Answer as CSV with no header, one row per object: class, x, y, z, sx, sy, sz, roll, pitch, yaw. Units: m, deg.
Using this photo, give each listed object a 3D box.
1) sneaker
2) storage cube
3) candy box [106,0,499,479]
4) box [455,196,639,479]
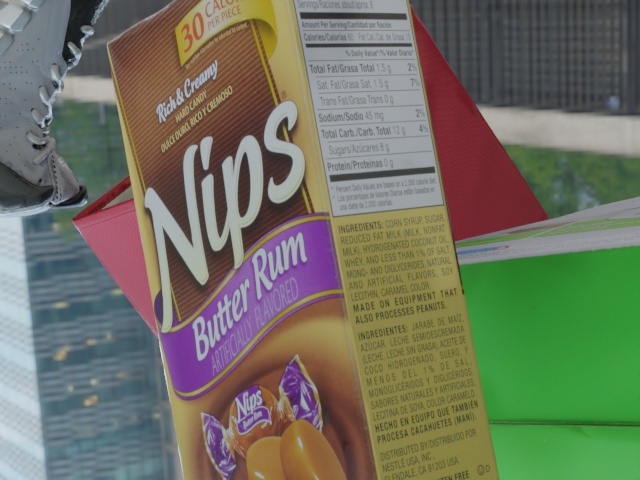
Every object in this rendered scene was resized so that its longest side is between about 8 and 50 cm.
sneaker,-0.179,-0.090,0.839,0.229,0.132,0.086,-42,-175,-3
storage cube,0.000,0.000,0.786,0.184,0.193,0.215,-42,-165,-29
candy box,-0.010,0.009,0.411,0.053,0.186,0.109,-6,173,-37
box,0.171,0.039,0.509,0.231,0.126,0.262,-12,-178,-41
